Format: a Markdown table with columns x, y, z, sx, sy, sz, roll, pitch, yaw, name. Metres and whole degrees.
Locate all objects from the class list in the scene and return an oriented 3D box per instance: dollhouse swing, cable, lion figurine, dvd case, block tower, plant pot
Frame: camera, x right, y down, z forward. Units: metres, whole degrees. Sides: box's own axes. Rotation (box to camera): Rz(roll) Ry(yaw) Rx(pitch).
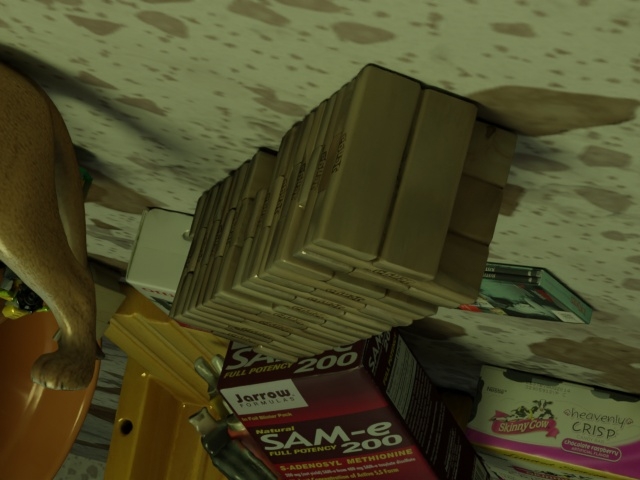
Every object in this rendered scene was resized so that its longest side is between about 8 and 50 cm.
| x | y | z | sx | sy | sz | roll | pitch | yaw | name |
| --- | --- | --- | --- | --- | --- | --- | --- | --- | --- |
| -0.061 | 0.225 | 1.556 | 0.346 | 0.315 | 0.305 | 10 | 176 | 21 | dollhouse swing |
| -0.012 | 0.219 | 1.417 | 0.287 | 0.072 | 0.139 | 49 | 177 | -20 | cable |
| -0.257 | -0.051 | 0.876 | 0.142 | 0.240 | 0.392 | 6 | 180 | 44 | lion figurine |
| 0.110 | 0.032 | 1.122 | 0.119 | 0.013 | 0.087 | 7 | 164 | 34 | dvd case |
| 0.000 | 0.000 | 0.944 | 0.091 | 0.097 | 0.335 | 19 | 167 | -14 | block tower |
| -0.366 | 0.131 | 1.533 | 0.203 | 0.291 | 0.291 | 28 | 171 | 20 | plant pot |

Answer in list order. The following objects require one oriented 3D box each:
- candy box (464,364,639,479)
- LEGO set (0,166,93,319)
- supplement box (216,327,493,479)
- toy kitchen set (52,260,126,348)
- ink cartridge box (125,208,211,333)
| x | y | z | sx | sy | sz | roll | pitch | yaw | name |
| --- | --- | --- | --- | --- | --- | --- | --- | --- | --- |
| 0.225 | 0.181 | 1.468 | 0.159 | 0.071 | 0.233 | 11 | 165 | 19 | candy box |
| -0.324 | 0.000 | 1.054 | 0.255 | 0.192 | 0.331 | 7 | 166 | 42 | LEGO set |
| 0.033 | 0.157 | 1.340 | 0.130 | 0.073 | 0.239 | -12 | 131 | 27 | supplement box |
| -0.219 | 0.045 | 1.424 | 0.075 | 0.083 | 0.068 | 24 | -155 | -31 | toy kitchen set |
| -0.070 | 0.031 | 1.215 | 0.099 | 0.056 | 0.135 | 12 | 166 | 17 | ink cartridge box |
